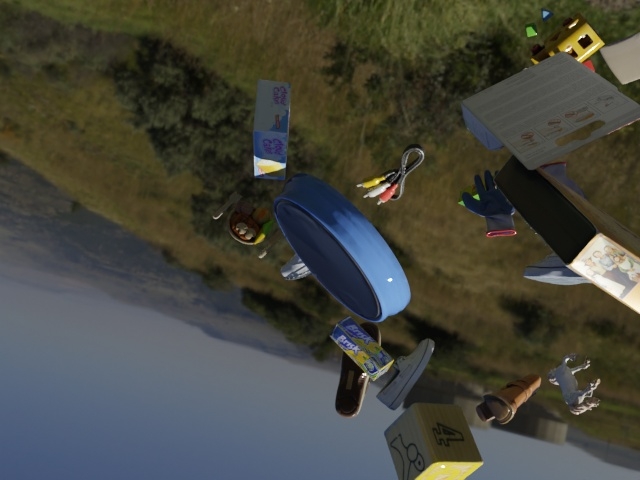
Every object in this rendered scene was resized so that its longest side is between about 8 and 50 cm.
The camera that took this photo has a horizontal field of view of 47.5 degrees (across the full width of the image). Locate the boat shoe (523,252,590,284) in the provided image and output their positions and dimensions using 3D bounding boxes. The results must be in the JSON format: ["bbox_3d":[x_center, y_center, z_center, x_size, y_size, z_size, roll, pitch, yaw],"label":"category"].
[{"bbox_3d":[0.533,0.052,1.567,0.083,0.076,0.226,16,170,-29],"label":"boat shoe"}]

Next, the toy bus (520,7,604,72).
[{"bbox_3d":[0.618,-0.479,1.857,0.190,0.202,0.104,2,-148,8],"label":"toy bus"}]

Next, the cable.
[{"bbox_3d":[0.250,-0.201,2.354,0.139,0.072,0.287,38,143,-17],"label":"cable"}]

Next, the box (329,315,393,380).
[{"bbox_3d":[0.105,0.276,1.876,0.169,0.054,0.059,43,-139,22],"label":"box"}]

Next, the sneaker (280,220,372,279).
[{"bbox_3d":[0.000,0.000,1.946,0.129,0.297,0.111,54,-157,5],"label":"sneaker"}]

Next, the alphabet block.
[{"bbox_3d":[0.335,0.622,2.189,0.193,0.197,0.192,8,135,-29],"label":"alphabet block"}]

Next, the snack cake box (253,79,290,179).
[{"bbox_3d":[-0.129,-0.288,1.935,0.089,0.152,0.264,5,159,-2],"label":"snack cake box"}]

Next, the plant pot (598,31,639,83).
[{"bbox_3d":[0.706,-0.410,1.623,0.109,0.096,0.109,-23,-175,-40],"label":"plant pot"}]

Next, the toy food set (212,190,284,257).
[{"bbox_3d":[-0.198,-0.052,2.043,0.192,0.132,0.038,39,148,3],"label":"toy food set"}]

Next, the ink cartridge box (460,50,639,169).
[{"bbox_3d":[0.328,-0.174,1.041,0.056,0.180,0.225,63,-179,-40],"label":"ink cartridge box"}]

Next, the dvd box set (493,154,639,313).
[{"bbox_3d":[0.454,0.049,1.005,0.420,0.062,0.308,30,-162,-17],"label":"dvd box set"}]

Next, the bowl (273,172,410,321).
[{"bbox_3d":[0.037,0.025,1.650,0.391,0.077,0.391,45,163,18],"label":"bowl"}]

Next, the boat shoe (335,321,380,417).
[{"bbox_3d":[0.098,0.346,1.952,0.095,0.258,0.095,18,169,15],"label":"boat shoe"}]

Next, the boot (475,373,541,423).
[{"bbox_3d":[0.449,0.355,1.680,0.152,0.073,0.197,-27,170,-12],"label":"boot"}]

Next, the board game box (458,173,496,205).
[{"bbox_3d":[0.466,-0.126,1.984,0.092,0.043,0.181,22,160,-17],"label":"board game box"}]

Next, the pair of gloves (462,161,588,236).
[{"bbox_3d":[0.338,-0.067,1.211,0.198,0.159,0.023,-8,135,12],"label":"pair of gloves"}]

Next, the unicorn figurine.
[{"bbox_3d":[0.516,0.287,1.503,0.060,0.162,0.111,26,128,-11],"label":"unicorn figurine"}]

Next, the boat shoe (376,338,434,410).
[{"bbox_3d":[0.270,0.412,2.317,0.084,0.258,0.095,34,166,-2],"label":"boat shoe"}]
